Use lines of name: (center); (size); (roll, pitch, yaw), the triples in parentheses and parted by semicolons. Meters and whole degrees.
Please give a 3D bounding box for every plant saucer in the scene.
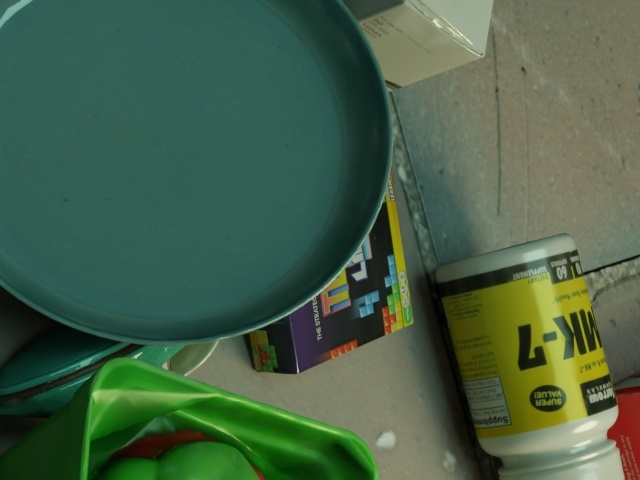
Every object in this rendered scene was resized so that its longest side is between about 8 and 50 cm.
plant saucer: (-0.110, -0.075, 1.284); (0.317, 0.044, 0.318); (4, 68, -9)

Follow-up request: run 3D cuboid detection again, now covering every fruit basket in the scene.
fruit basket: (-0.060, 0.257, 1.104); (0.283, 0.392, 0.392); (23, 63, -39)

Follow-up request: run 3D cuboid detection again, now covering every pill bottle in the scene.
pill bottle: (0.175, 0.107, 1.559); (0.119, 0.119, 0.208); (-14, 88, -46)

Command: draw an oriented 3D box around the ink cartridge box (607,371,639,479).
ink cartridge box: (0.316, 0.183, 1.708); (0.231, 0.078, 0.134); (-20, 93, -46)

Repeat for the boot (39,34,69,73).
boot: (-0.174, -0.080, 1.320); (0.106, 0.037, 0.114); (-38, 109, -58)

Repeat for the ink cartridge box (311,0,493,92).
ink cartridge box: (0.027, -0.190, 1.422); (0.092, 0.219, 0.160); (32, 58, -35)

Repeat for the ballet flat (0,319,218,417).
ballet flat: (-0.121, 0.074, 1.302); (0.247, 0.083, 0.087); (-41, 122, -42)

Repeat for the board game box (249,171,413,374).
board game box: (0.000, 0.000, 1.439); (0.141, 0.048, 0.170); (-22, 107, -47)
